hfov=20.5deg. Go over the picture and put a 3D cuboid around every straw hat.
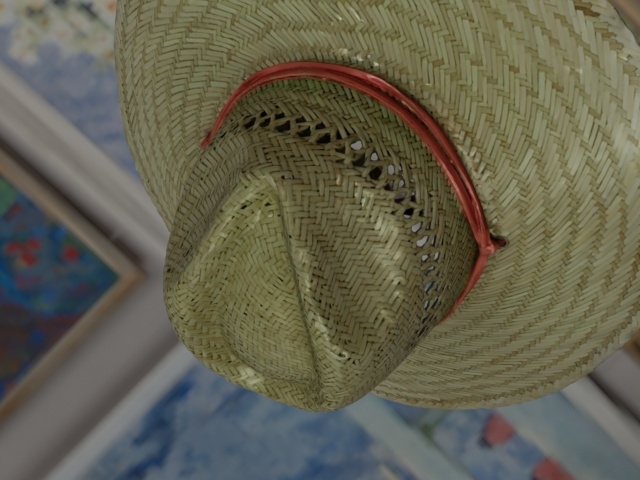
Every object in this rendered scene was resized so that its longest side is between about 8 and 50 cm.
[{"bbox_3d":[0.000,0.000,0.361,0.144,0.144,0.061,44,-132,-6],"label":"straw hat"}]
